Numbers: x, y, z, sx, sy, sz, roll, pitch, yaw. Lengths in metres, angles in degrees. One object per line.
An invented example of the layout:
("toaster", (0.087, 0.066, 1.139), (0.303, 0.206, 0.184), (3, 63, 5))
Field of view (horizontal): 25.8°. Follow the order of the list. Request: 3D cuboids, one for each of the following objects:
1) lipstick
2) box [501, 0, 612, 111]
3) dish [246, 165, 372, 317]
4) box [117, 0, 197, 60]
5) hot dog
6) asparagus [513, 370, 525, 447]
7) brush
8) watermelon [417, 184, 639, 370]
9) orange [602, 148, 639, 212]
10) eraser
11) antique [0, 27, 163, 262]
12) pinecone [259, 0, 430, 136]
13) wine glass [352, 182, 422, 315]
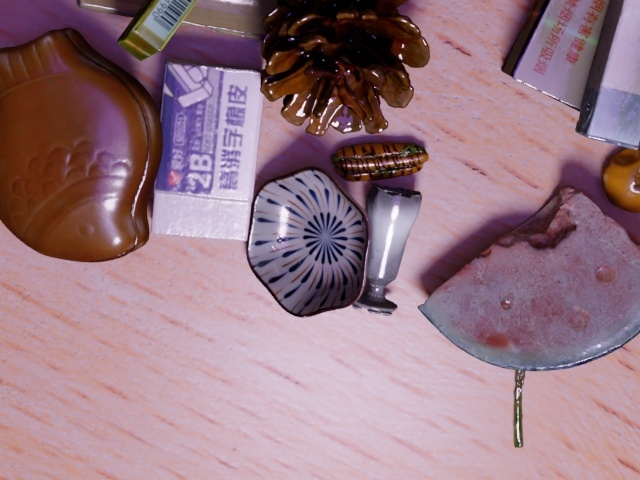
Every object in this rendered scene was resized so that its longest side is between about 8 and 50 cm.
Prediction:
("lipstick", (0.374, -0.269, 1.623), (0.068, 0.066, 0.317), (13, 99, -5))
("box", (0.401, -0.224, 1.711), (0.310, 0.084, 0.198), (25, 98, -8))
("dish", (0.000, 0.000, 1.717), (0.190, 0.066, 0.191), (6, 100, 34))
("box", (-0.117, -0.341, 1.575), (0.043, 0.173, 0.311), (36, 84, -14))
("hot dog", (0.074, -0.099, 1.737), (0.122, 0.037, 0.049), (-7, 105, -1))
("asparagus", (0.260, 0.216, 1.823), (0.015, 0.014, 0.114), (2, 103, 17))
("brush", (-0.151, -0.282, 1.682), (0.282, 0.048, 0.054), (8, 98, -13))
("watermelon", (0.284, 0.049, 1.755), (0.318, 0.148, 0.226), (-7, 84, 11))
("orange", (0.397, -0.073, 1.752), (0.086, 0.062, 0.086), (0, 103, -1))
("eraser", (-0.138, -0.110, 1.704), (0.124, 0.068, 0.210), (5, 101, -7))
("antique", (-0.292, -0.108, 1.647), (0.223, 0.129, 0.278), (-22, 96, 16))
("pinecone", (0.030, -0.225, 1.623), (0.202, 0.201, 0.229), (18, 119, -16))
("wine glass", (0.080, 0.011, 1.741), (0.072, 0.072, 0.155), (10, 100, -6))
